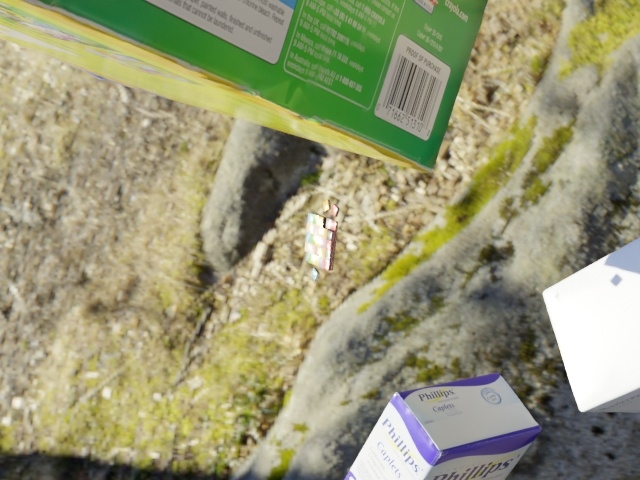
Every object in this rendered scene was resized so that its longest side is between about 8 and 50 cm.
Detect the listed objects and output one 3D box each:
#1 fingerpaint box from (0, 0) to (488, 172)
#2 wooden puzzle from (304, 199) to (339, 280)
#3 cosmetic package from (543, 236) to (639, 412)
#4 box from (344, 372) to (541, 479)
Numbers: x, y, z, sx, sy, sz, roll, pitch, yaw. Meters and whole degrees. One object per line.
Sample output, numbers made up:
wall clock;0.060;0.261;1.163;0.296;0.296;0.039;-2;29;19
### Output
fingerpaint box;-0.145;-0.201;0.662;0.371;0.445;0.163;19;93;31
wooden puzzle;0.000;0.000;0.965;0.049;0.006;0.083;21;108;57
cosmetic package;0.387;0.073;0.959;0.224;0.225;0.138;-38;53;44
box;0.108;0.198;0.892;0.072;0.126;0.137;54;134;36
